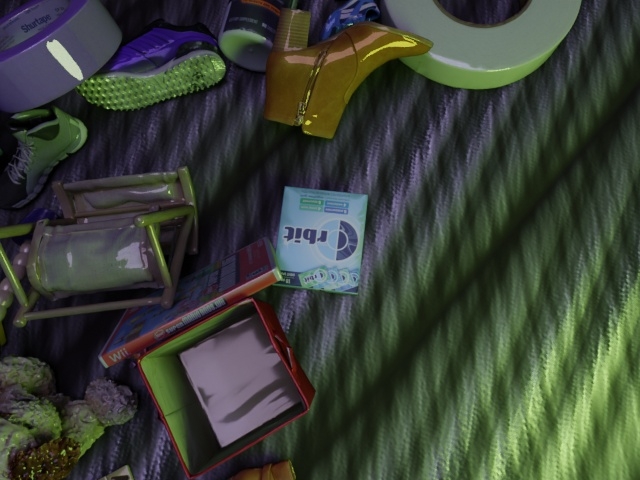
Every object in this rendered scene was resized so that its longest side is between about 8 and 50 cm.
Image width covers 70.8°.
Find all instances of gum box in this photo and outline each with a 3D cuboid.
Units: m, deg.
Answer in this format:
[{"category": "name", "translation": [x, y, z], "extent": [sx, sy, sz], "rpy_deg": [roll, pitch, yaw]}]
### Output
[{"category": "gum box", "translation": [0.000, 0.000, 0.828], "extent": [0.157, 0.041, 0.184], "rpy_deg": [7, 80, 4]}]

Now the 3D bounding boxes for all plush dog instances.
[{"category": "plush dog", "translation": [-0.456, 0.303, 0.691], "extent": [0.262, 0.225, 0.211], "rpy_deg": [14, 79, 5]}]

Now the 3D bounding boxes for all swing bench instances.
[{"category": "swing bench", "translation": [-0.359, -0.004, 0.764], "extent": [0.253, 0.255, 0.165], "rpy_deg": [-6, 115, 2]}]

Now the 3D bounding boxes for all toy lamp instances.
[{"category": "toy lamp", "translation": [-0.534, 0.063, 0.784], "extent": [0.080, 0.080, 0.275], "rpy_deg": [4, 55, 3]}]

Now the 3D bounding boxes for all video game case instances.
[{"category": "video game case", "translation": [-0.203, 0.087, 0.744], "extent": [0.285, 0.204, 0.025], "rpy_deg": [-27, 107, -3]}]

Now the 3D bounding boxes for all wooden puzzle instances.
[{"category": "wooden puzzle", "translation": [-0.339, 0.190, 0.821], "extent": [0.049, 0.006, 0.083], "rpy_deg": [3, 79, 3]}]

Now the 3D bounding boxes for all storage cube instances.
[{"category": "storage cube", "translation": [-0.135, 0.217, 0.713], "extent": [0.215, 0.193, 0.184], "rpy_deg": [-29, 79, -3]}]

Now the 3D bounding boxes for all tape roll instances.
[{"category": "tape roll", "translation": [0.311, -0.494, 0.902], "extent": [0.392, 0.072, 0.392], "rpy_deg": [0, 78, 2]}, {"category": "tape roll", "translation": [-0.517, -0.361, 0.839], "extent": [0.275, 0.090, 0.275], "rpy_deg": [-12, 50, 14]}]

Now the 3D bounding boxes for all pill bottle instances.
[{"category": "pill bottle", "translation": [-0.110, -0.473, 0.885], "extent": [0.130, 0.130, 0.246], "rpy_deg": [11, 79, 5]}]

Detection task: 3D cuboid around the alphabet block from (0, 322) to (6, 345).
[{"category": "alphabet block", "translation": [-0.703, 0.125, 0.757], "extent": [0.197, 0.193, 0.192], "rpy_deg": [-22, 80, -2]}]

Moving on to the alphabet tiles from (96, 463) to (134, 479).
[{"category": "alphabet tiles", "translation": [-0.331, 0.516, 0.753], "extent": [0.198, 0.009, 0.237], "rpy_deg": [-28, 79, -3]}]

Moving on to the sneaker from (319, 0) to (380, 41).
[{"category": "sneaker", "translation": [0.059, -0.440, 0.911], "extent": [0.144, 0.053, 0.059], "rpy_deg": [-42, 82, -5]}]

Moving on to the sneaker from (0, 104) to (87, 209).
[{"category": "sneaker", "translation": [-0.558, -0.166, 0.840], "extent": [0.086, 0.132, 0.229], "rpy_deg": [37, 82, 9]}]

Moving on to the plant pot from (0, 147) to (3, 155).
[{"category": "plant pot", "translation": [-0.742, -0.163, 0.794], "extent": [0.255, 0.272, 0.271], "rpy_deg": [-40, 79, -20]}]

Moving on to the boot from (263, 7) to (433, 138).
[{"category": "boot", "translation": [0.046, -0.296, 0.841], "extent": [0.295, 0.104, 0.211], "rpy_deg": [7, 113, -5]}]

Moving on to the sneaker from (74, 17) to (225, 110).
[{"category": "sneaker", "translation": [-0.342, -0.360, 0.896], "extent": [0.293, 0.102, 0.146], "rpy_deg": [-13, 71, -4]}]

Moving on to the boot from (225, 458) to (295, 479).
[{"category": "boot", "translation": [-0.088, 0.468, 0.723], "extent": [0.152, 0.073, 0.197], "rpy_deg": [-20, 81, -6]}]
